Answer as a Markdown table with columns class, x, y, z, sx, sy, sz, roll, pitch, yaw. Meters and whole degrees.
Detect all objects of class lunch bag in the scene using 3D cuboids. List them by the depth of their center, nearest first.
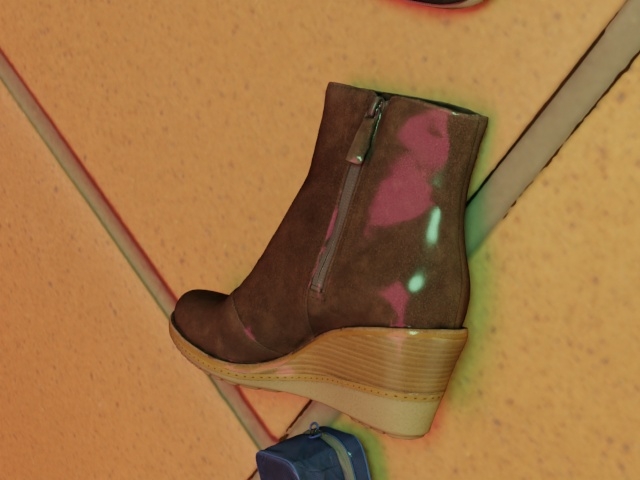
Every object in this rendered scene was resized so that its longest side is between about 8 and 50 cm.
| class | x | y | z | sx | sy | sz | roll | pitch | yaw |
| --- | --- | --- | --- | --- | --- | --- | --- | --- | --- |
| lunch bag | 0.002 | 0.175 | 0.799 | 0.067 | 0.065 | 0.098 | 5 | 107 | 60 |

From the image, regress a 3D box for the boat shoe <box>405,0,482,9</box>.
| class | x | y | z | sx | sy | sz | roll | pitch | yaw |
| --- | --- | --- | --- | --- | --- | --- | --- | --- | --- |
| boat shoe | 0.004 | -0.197 | 0.678 | 0.233 | 0.079 | 0.084 | 36 | 123 | 30 |

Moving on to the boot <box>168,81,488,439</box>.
| class | x | y | z | sx | sy | sz | roll | pitch | yaw |
| --- | --- | --- | --- | --- | --- | --- | --- | --- | --- |
| boot | 0.000 | 0.000 | 0.756 | 0.248 | 0.090 | 0.206 | 14 | 99 | 43 |
